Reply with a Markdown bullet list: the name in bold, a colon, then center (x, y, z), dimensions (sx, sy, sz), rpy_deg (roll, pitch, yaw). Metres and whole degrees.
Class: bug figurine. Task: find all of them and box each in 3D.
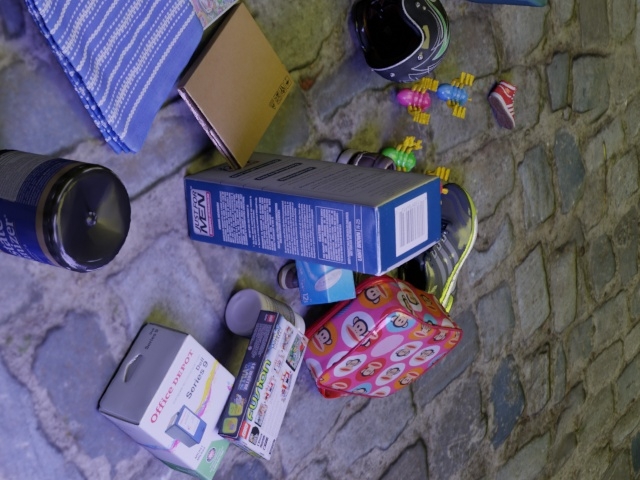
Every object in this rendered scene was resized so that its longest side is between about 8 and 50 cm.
- **bug figurine**: center (0.205, -0.204, 2.124), dimensions (0.216, 0.072, 0.279), rpy_deg (14, 93, -50)

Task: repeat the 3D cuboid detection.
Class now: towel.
- **towel**: center (-0.251, -0.290, 1.406), dimensions (0.243, 0.040, 0.336), rpy_deg (-63, 157, -23)

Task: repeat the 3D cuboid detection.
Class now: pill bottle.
- **pill bottle**: center (-0.334, -0.040, 1.261), dimensions (0.122, 0.219, 0.123), rpy_deg (-20, 115, -51)
- **pill bottle**: center (-0.088, 0.132, 1.792), dimensions (0.137, 0.078, 0.078), rpy_deg (29, 75, -54)

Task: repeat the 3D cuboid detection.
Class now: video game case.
- **video game case**: center (-0.156, -0.375, 1.608), dimensions (0.122, 0.011, 0.087), rpy_deg (-50, 136, -36)

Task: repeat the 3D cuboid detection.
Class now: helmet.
- **helmet**: center (0.149, -0.362, 1.920), dimensions (0.169, 0.169, 0.162), rpy_deg (-36, 111, -45)

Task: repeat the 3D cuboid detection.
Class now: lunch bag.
- **lunch bag**: center (0.098, 0.195, 1.985), dimensions (0.258, 0.120, 0.293), rpy_deg (-43, 148, 15)

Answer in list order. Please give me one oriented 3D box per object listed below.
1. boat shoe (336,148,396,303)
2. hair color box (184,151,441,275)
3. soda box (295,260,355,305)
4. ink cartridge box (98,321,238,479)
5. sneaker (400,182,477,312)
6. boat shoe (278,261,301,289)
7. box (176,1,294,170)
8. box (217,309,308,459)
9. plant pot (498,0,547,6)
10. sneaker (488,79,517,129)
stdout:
- **boat shoe**: center (0.087, -0.002, 1.989), dimensions (0.116, 0.096, 0.325), rpy_deg (-21, 116, -52)
- **hair color box**: center (-0.013, -0.047, 1.608), dimensions (0.174, 0.347, 0.105), rpy_deg (-25, 119, -49)
- **soda box**: center (0.000, 0.000, 1.836), dimensions (0.071, 0.067, 0.210), rpy_deg (-7, 88, -46)
- **ink cartridge box**: center (-0.212, 0.243, 1.633), dimensions (0.154, 0.093, 0.212), rpy_deg (-63, 141, -22)
- **sneaker**: center (0.229, 0.023, 2.197), dimensions (0.121, 0.111, 0.300), rpy_deg (26, 76, -51)
- **boat shoe**: center (-0.011, 0.051, 1.904), dimensions (0.152, 0.049, 0.056), rpy_deg (-34, 127, -45)
- **box**: center (-0.123, -0.233, 1.640), dimensions (0.164, 0.021, 0.201), rpy_deg (55, 47, -34)
- **box**: center (-0.086, 0.224, 1.700), dimensions (0.114, 0.036, 0.207), rpy_deg (48, 55, -52)
- **plant pot**: center (0.386, -0.556, 2.215), dimensions (0.234, 0.165, 0.166), rpy_deg (-3, 102, -63)
- **sneaker**: center (0.415, -0.304, 2.424), dimensions (0.067, 0.042, 0.118), rpy_deg (-59, 139, -22)
